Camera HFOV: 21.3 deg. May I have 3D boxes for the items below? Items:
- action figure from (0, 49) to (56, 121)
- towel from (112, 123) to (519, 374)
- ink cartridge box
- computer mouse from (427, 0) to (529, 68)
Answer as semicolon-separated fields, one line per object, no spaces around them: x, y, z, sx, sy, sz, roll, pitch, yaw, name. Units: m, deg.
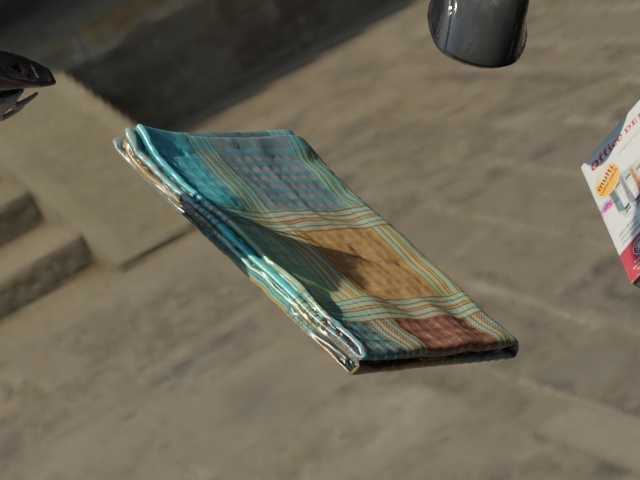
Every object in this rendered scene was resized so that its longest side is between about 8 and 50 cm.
-0.364;-0.078;1.489;0.285;0.185;0.099;-44;-15;26;action figure
0.000;0.000;1.672;0.271;0.040;0.370;-2;37;-50;towel
0.349;-0.038;1.596;0.128;0.127;0.176;-51;32;28;ink cartridge box
0.121;-0.279;1.608;0.184;0.060;0.262;16;49;-1;computer mouse
